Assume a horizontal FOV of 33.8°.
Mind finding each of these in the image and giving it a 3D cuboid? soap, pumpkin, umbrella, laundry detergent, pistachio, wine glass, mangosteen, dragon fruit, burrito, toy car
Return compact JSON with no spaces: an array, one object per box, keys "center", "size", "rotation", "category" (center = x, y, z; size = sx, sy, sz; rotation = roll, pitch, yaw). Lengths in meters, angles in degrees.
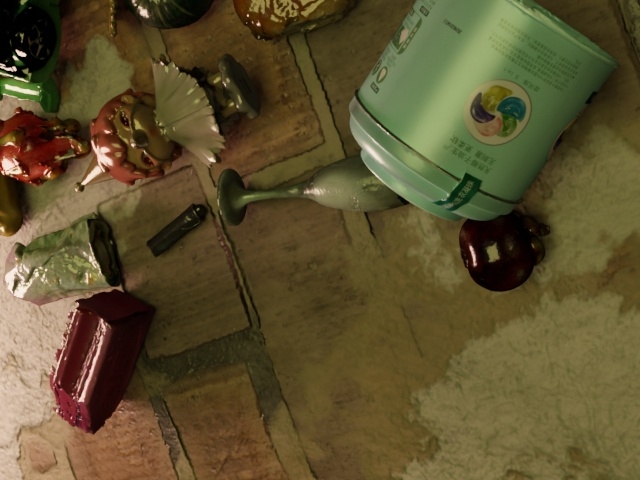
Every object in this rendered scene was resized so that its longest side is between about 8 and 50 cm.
[{"center":[-0.399,0.218,1.870],"size":[0.099,0.162,0.250],"rotation":[26,108,12],"category":"soap"},{"center":[-0.250,-0.433,1.732],"size":[0.167,0.125,0.167],"rotation":[12,116,25],"category":"pumpkin"},{"center":[-0.251,-0.018,1.841],"size":[0.133,0.031,0.036],"rotation":[-37,108,23],"category":"umbrella"},{"center":[0.210,-0.200,1.474],"size":[0.287,0.287,0.305],"rotation":[39,110,15],"category":"laundry detergent"},{"center":[-0.611,-0.098,1.948],"size":[0.110,0.100,0.189],"rotation":[-4,97,20],"category":"pistachio"},{"center":[0.000,0.000,1.695],"size":[0.309,0.096,0.264],"rotation":[-5,93,23],"category":"wine glass"},{"center":[0.277,0.007,1.571],"size":[0.140,0.140,0.140],"rotation":[3,98,23],"category":"mangosteen"},{"center":[-0.500,-0.168,1.878],"size":[0.207,0.150,0.133],"rotation":[1,65,19],"category":"dragon fruit"},{"center":[-0.479,0.045,1.919],"size":[0.229,0.089,0.144],"rotation":[-18,86,22],"category":"burrito"},{"center":[-0.542,-0.414,1.844],"size":[0.213,0.176,0.359],"rotation":[12,98,21],"category":"toy car"}]

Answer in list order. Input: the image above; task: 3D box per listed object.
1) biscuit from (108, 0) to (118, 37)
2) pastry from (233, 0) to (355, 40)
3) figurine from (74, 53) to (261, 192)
[{"center":[-0.352,-0.443,1.777],"size":[0.016,0.144,0.203],"rotation":[-2,97,-11],"category":"biscuit"},{"center":[-0.048,-0.418,1.661],"size":[0.218,0.100,0.229],"rotation":[39,105,10],"category":"pastry"},{"center":[-0.283,-0.184,1.756],"size":[0.387,0.166,0.207],"rotation":[-22,109,22],"category":"figurine"}]
